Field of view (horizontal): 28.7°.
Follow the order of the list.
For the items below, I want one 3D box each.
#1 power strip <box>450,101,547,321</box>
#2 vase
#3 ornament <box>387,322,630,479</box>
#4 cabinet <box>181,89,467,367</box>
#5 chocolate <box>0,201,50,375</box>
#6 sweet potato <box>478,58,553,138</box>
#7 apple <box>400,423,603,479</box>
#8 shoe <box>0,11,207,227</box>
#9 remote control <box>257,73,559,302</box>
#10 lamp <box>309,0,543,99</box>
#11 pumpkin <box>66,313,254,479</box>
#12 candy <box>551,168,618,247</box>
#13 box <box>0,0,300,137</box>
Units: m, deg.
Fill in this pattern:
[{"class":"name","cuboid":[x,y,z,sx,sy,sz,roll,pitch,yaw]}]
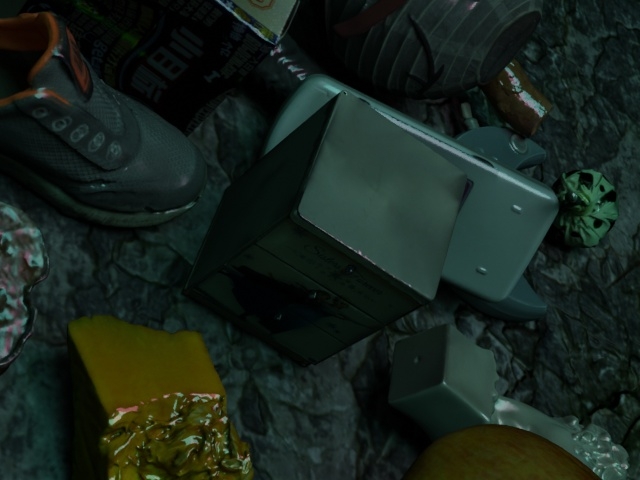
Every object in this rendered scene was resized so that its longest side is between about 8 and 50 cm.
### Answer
[{"class":"power strip","cuboid":[0.183,-0.040,1.388,0.168,0.054,0.253,19,58,-28]},{"class":"vase","cuboid":[-0.058,-0.191,1.264,0.237,0.115,0.115,39,50,-16]},{"class":"ornament","cuboid":[0.183,0.189,1.228,0.285,0.120,0.130,40,47,-11]},{"class":"cabinet","cuboid":[0.000,0.000,1.133,0.145,0.206,0.150,33,52,-19]},{"class":"chocolate","cuboid":[-0.327,0.028,0.960,0.214,0.093,0.148,20,59,-26]},{"class":"sweet potato","cuboid":[0.144,-0.224,1.425,0.281,0.067,0.059,37,17,5]},{"class":"apple","cuboid":[0.149,0.284,1.066,0.264,0.264,0.264,16,59,-29]},{"class":"shoe","cuboid":[-0.226,-0.124,1.057,0.337,0.171,0.132,18,58,-27]},{"class":"remote control","cuboid":[0.083,-0.050,1.252,0.296,0.140,0.056,25,13,-10]},{"class":"lamp","cuboid":[0.106,-0.262,1.285,0.233,0.233,0.265,45,71,-8]},{"class":"pumpkin","cuboid":[-0.130,0.188,1.014,0.131,0.126,0.248,-3,50,-29]},{"class":"candy","cuboid":[0.277,-0.035,1.347,0.305,0.083,0.091,-4,91,-76]},{"class":"box","cuboid":[-0.197,-0.239,1.120,0.310,0.198,0.084,35,51,-16]}]
